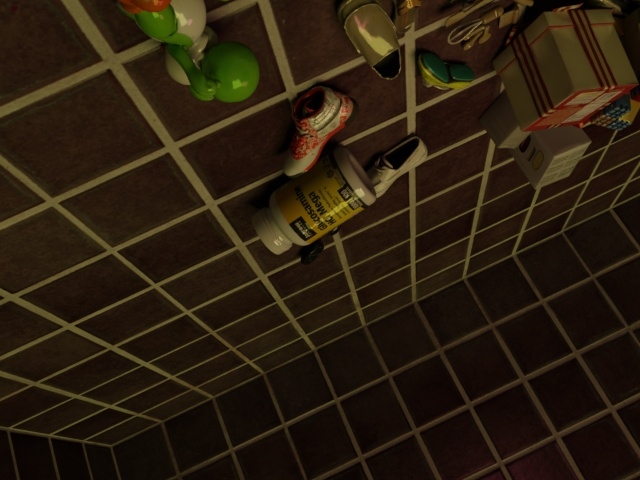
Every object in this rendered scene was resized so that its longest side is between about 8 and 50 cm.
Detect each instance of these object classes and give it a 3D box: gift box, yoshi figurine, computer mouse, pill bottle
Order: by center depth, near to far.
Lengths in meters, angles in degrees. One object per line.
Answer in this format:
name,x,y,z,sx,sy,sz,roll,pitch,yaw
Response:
yoshi figurine,-0.205,-0.360,1.069,0.203,0.203,0.362,-32,159,-3
gift box,0.644,-0.464,1.598,0.255,0.258,0.276,-11,166,-27
pill bottle,-0.023,-0.104,1.759,0.333,0.188,0.188,-33,155,16
computer mouse,0.000,0.000,2.190,0.071,0.041,0.242,-8,145,-53

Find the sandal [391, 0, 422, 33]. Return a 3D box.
sandal,0.187,-0.506,1.325,0.072,0.049,0.180,-23,156,-6

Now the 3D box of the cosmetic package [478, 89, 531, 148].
cosmetic package,0.607,-0.401,1.860,0.107,0.127,0.238,-5,151,-38

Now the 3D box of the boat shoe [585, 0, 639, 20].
boat shoe,0.788,-0.639,1.643,0.233,0.084,0.079,2,106,-36

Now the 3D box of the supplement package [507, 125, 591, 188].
supplement package,0.766,-0.322,2.088,0.149,0.194,0.203,-22,155,-11

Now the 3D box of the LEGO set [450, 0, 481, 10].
LEGO set,0.333,-0.556,1.409,0.083,0.023,0.054,13,134,-36

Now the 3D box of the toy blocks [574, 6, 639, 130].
toy blocks,0.809,-0.431,1.695,0.190,0.261,0.381,9,163,-16

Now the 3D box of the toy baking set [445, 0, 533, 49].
toy baking set,0.403,-0.528,1.470,0.196,0.030,0.256,-38,163,29

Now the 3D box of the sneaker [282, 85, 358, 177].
sneaker,-0.040,-0.271,1.531,0.270,0.090,0.145,-43,150,26

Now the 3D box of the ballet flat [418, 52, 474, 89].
ballet flat,0.309,-0.424,1.590,0.231,0.077,0.077,-4,164,-44

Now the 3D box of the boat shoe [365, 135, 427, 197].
boat shoe,0.203,-0.219,1.868,0.267,0.096,0.088,-32,151,10

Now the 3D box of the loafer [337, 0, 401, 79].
loafer,0.123,-0.441,1.339,0.102,0.092,0.268,-33,155,15
